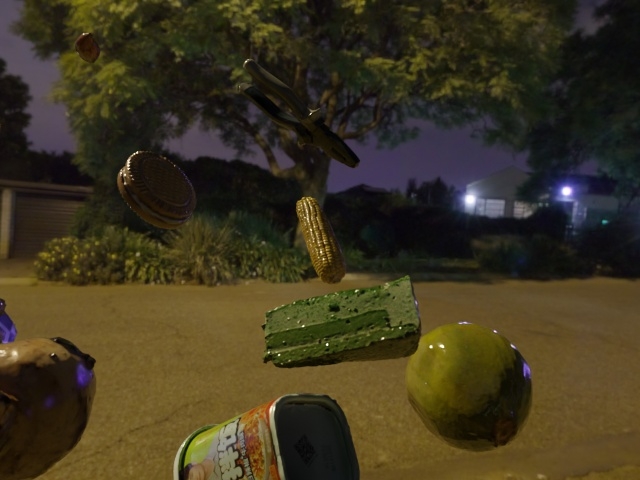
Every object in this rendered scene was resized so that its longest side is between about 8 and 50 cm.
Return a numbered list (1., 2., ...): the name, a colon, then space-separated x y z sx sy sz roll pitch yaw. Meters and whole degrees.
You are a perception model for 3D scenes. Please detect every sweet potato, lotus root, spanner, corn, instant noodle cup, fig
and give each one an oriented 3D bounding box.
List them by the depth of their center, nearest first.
1. lotus root: -0.318 0.173 0.514 0.140 0.154 0.257 44 -11 -12
2. sweet potato: -0.354 -0.290 0.725 0.034 0.034 0.095 3 -4 -21
3. instant noodle cup: -0.103 0.460 0.960 0.308 0.293 0.294 -41 -26 31
4. spanner: -0.047 -0.255 0.995 0.325 0.095 0.040 40 54 11
5. corn: 0.000 0.000 1.003 0.067 0.206 0.067 -18 -26 -9
6. fig: 0.393 0.384 1.243 0.344 0.343 0.343 4 2 0

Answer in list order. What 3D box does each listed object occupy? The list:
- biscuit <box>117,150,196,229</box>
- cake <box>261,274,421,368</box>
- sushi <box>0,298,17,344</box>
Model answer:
1. biscuit: -0.481 -0.152 1.415 0.079 0.259 0.259 -38 -18 24
2. cake: 0.031 0.119 0.693 0.236 0.100 0.099 -3 -33 -8
3. sushi: -0.539 0.130 0.755 0.040 0.192 0.210 -19 32 -7
